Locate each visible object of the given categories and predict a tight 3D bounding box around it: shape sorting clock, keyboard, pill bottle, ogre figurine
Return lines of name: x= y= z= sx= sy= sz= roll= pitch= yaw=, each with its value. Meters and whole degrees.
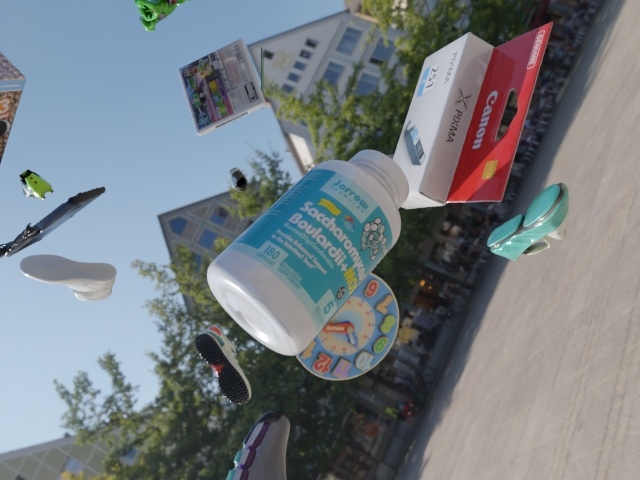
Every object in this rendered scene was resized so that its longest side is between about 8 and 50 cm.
shape sorting clock: x=0.047 y=0.150 z=0.892 sx=0.206 sy=0.206 sz=0.040 roll=-68 pitch=22 yaw=8
keyboard: x=-0.688 y=-0.036 z=1.254 sx=0.317 sy=0.033 sz=0.201 roll=-28 pitch=13 yaw=27
pill bottle: x=0.000 y=0.000 z=0.625 sx=0.264 sy=0.146 sz=0.146 roll=-47 pitch=-21 yaw=-26
ogre figurine: x=-0.258 y=-0.451 z=0.883 sx=0.118 sy=0.097 sz=0.197 roll=-45 pitch=-13 yaw=-26

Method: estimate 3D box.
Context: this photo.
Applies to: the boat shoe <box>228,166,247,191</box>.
boat shoe: x=-0.248 y=-0.178 z=1.562 sx=0.049 sy=0.040 sz=0.142 roll=-38 pitch=-15 yaw=-6

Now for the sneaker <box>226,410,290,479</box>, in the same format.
sneaker: x=-0.048 y=0.276 z=0.467 sx=0.083 sy=0.098 sz=0.223 roll=80 pitch=-155 yaw=-54

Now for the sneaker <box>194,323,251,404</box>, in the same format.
sneaker: x=-0.171 y=0.229 z=0.960 sx=0.057 sy=0.161 sz=0.075 roll=-27 pitch=10 yaw=19

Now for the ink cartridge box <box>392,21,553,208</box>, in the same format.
ink cartridge box: x=0.231 y=-0.205 z=0.856 sx=0.261 sy=0.066 sz=0.296 roll=3 pitch=73 yaw=68

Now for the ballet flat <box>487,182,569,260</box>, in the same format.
ballet flat: x=0.412 y=-0.027 z=0.956 sx=0.083 sy=0.087 sz=0.247 roll=-63 pitch=0 yaw=-25

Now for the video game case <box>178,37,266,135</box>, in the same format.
video game case: x=-0.244 y=-0.377 z=1.247 sx=0.184 sy=0.201 sz=0.023 roll=-23 pitch=-18 yaw=8

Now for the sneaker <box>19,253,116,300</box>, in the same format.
sneaker: x=-0.861 y=0.142 z=1.734 sx=0.169 sy=0.293 sz=0.108 roll=122 pitch=152 yaw=-46

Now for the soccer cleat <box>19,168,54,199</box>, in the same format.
soccer cleat: x=-0.721 y=-0.144 z=1.272 sx=0.060 sy=0.179 sz=0.072 roll=-48 pitch=-58 yaw=-24

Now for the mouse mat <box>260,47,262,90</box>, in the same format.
mouse mat: x=-0.165 y=-0.453 z=1.429 sx=0.189 sy=0.007 sz=0.152 roll=-117 pitch=28 yaw=-77

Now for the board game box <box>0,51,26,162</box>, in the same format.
board game box: x=-0.783 y=-0.254 z=1.035 sx=0.291 sy=0.141 sz=0.232 roll=-49 pitch=-7 yaw=33
